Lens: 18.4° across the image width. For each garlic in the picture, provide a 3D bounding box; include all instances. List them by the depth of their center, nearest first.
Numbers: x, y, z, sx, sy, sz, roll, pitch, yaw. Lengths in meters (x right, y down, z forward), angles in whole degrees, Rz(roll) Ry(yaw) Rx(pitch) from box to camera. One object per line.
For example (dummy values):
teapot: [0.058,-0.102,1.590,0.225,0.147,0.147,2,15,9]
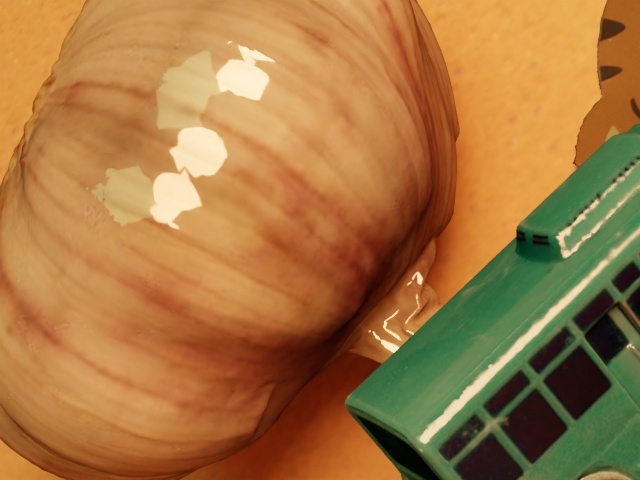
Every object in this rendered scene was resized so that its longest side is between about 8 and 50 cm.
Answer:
garlic: [0.000,0.000,0.758,0.253,0.245,0.245,25,83,7]

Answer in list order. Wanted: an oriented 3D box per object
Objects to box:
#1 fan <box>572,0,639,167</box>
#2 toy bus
fan: [0.173,-0.121,0.772,0.152,0.008,0.227,-9,63,38]
toy bus: [0.094,0.032,0.665,0.160,0.092,0.079,-42,18,-10]
